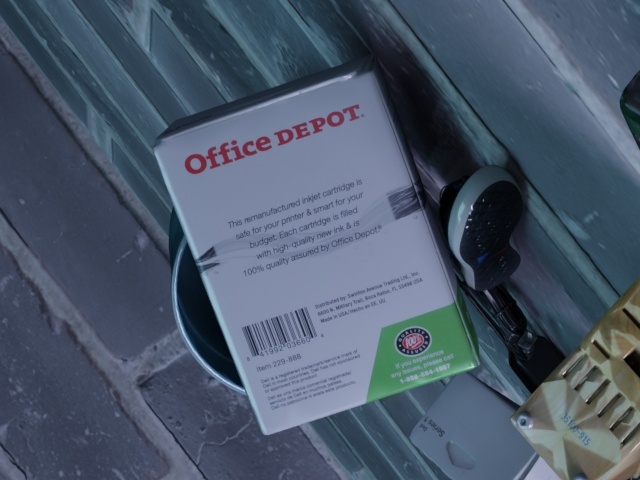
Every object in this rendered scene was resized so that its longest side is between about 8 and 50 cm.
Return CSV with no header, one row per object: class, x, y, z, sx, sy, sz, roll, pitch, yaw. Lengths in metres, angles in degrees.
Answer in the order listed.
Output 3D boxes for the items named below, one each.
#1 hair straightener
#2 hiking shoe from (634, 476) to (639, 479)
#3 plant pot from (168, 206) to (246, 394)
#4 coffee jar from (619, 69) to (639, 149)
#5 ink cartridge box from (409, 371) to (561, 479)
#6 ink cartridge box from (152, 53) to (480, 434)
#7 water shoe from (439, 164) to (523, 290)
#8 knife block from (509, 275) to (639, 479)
hair straightener,0.195,0.083,1.783,0.230,0.047,0.089,57,169,3
hiking shoe,0.315,0.291,1.710,0.304,0.113,0.132,58,167,-20
plant pot,-0.035,-0.010,1.912,0.271,0.272,0.255,59,-178,-27
coffee jar,0.252,-0.024,1.114,0.096,0.079,0.184,36,160,56
ink cartridge box,0.215,0.233,1.812,0.219,0.092,0.160,35,-178,-38
ink cartridge box,0.000,0.000,1.681,0.121,0.211,0.289,-74,-35,-75
water shoe,0.129,-0.022,1.634,0.080,0.073,0.203,54,169,24
knife block,0.272,0.107,1.471,0.088,0.242,0.275,49,123,18
